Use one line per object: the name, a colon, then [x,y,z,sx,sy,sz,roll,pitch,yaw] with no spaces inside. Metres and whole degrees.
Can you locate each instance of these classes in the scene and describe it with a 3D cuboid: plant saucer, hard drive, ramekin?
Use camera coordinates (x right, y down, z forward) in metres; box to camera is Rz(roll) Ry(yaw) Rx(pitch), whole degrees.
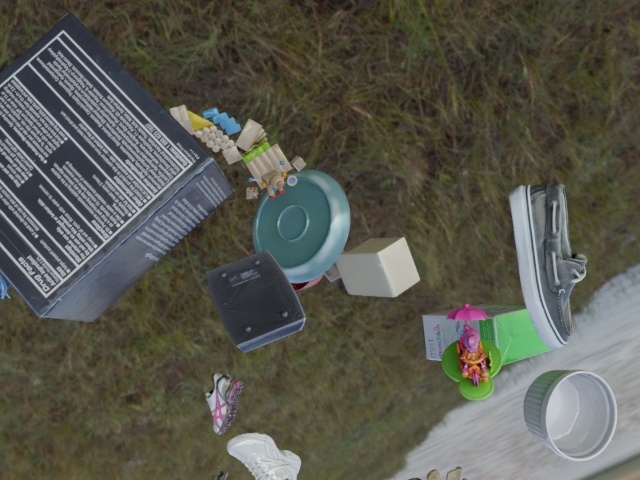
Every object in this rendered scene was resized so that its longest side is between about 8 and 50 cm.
plant saucer: [-0.067,-0.044,1.681,0.318,0.317,0.044,-36,152,21]
hard drive: [-0.146,0.132,1.381,0.172,0.254,0.054,-21,131,-13]
ramekin: [0.581,0.404,1.470,0.207,0.207,0.109,-14,-178,-19]

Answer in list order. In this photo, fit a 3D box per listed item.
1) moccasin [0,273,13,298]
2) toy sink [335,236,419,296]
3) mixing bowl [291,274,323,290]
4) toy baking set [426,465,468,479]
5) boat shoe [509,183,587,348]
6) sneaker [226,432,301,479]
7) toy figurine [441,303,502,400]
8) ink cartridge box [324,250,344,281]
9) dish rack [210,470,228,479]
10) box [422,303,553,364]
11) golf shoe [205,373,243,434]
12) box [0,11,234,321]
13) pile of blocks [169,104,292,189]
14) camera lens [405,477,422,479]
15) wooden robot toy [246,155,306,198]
moccasin: [-0.743,0.090,1.327,0.117,0.137,0.342,-9,-164,38]
toy sink: [0.178,0.082,1.982,0.131,0.152,0.234,-29,-167,-32]
mixing bowl: [-0.049,0.099,2.269,0.098,0.181,0.181,14,134,-42]
toy baking set: [0.275,0.687,1.617,0.197,0.030,0.256,23,98,-31]
boat shoe: [0.460,0.050,1.221,0.119,0.335,0.121,-11,-174,31]
sneaker: [-0.137,0.561,1.545,0.232,0.115,0.090,36,121,-28]
toy figurine: [0.308,0.215,1.291,0.130,0.173,0.159,-8,127,12]
ink cartridge box: [0.000,0.000,2.149,0.088,0.193,0.234,-29,133,10]
dish rack: [-0.200,0.541,1.060,0.074,0.208,0.271,20,119,-3]
box: [0.439,0.239,1.614,0.262,0.126,0.231,-4,179,-38]
golf shoe: [-0.258,0.421,1.615,0.067,0.086,0.186,-43,151,-61]
box: [-0.337,-0.091,0.875,0.294,0.296,0.183,-43,171,-6]
pile of blocks: [-0.246,-0.286,1.748,0.149,0.362,0.112,-57,-170,5]
camera lens: [0.193,0.645,1.258,0.274,0.219,0.219,-47,155,-14]
wooden robot toy: [-0.102,-0.144,1.552,0.173,0.079,0.076,-30,115,-14]
